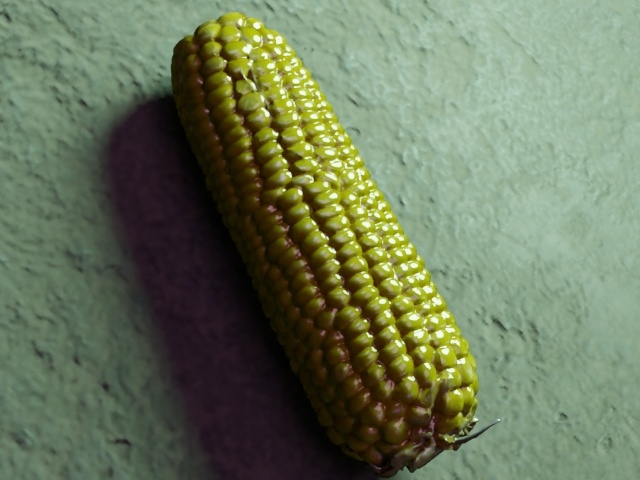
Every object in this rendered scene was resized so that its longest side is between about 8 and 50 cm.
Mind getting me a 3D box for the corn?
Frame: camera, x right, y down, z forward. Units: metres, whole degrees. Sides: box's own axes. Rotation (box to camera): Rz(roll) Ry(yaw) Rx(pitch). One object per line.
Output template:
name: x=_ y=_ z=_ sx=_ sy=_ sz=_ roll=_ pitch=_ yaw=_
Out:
corn: x=0.000 y=0.000 z=1.090 sx=0.106 sy=0.106 sz=0.305 roll=-23 pitch=81 yaw=-30
